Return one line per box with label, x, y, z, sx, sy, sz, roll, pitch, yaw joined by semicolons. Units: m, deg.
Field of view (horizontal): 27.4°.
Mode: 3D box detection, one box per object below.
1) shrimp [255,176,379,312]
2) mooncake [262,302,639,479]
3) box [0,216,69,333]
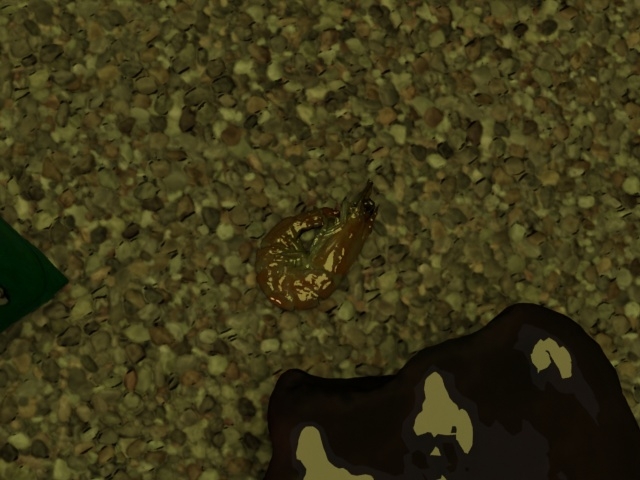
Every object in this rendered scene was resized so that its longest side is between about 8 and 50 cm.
shrimp;0.000;0.000;1.455;0.099;0.041;0.180;37;76;14
mooncake;0.128;0.263;1.324;0.381;0.212;0.350;-3;68;-7
box;-0.448;-0.002;1.300;0.336;0.264;0.106;44;113;1
